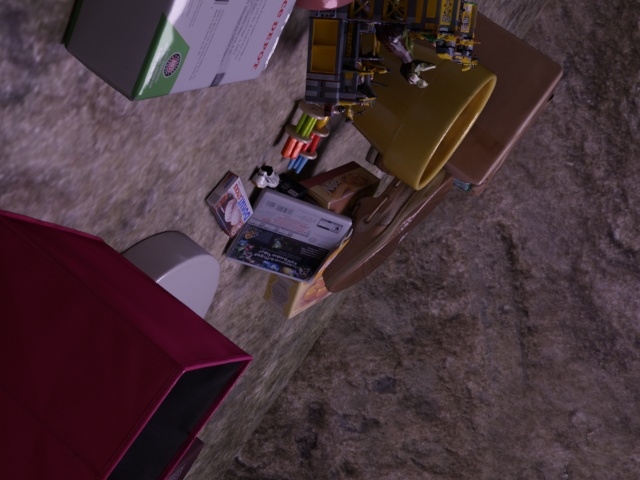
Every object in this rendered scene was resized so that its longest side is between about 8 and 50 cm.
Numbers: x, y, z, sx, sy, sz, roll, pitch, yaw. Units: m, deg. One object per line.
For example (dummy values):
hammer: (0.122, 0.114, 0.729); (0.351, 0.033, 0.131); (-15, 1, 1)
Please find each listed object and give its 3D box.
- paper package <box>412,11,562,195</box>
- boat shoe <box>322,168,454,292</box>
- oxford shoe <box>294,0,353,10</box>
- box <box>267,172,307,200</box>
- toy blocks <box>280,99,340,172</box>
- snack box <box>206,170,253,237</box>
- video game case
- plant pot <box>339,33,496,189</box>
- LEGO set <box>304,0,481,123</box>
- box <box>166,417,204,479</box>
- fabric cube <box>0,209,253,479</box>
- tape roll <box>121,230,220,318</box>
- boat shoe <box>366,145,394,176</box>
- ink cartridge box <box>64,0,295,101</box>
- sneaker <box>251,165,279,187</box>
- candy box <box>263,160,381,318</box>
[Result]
paper package: (0.292, -0.309, 1.539); (0.309, 0.325, 0.168); (-54, 168, 4)
boat shoe: (0.117, -0.036, 1.466); (0.341, 0.110, 0.122); (-44, 164, -7)
oxford shoe: (0.079, -0.410, 0.899); (0.348, 0.123, 0.130); (-47, 162, -35)
box: (-0.074, -0.076, 1.402); (0.052, 0.062, 0.083); (-40, 162, -51)
toy blocks: (-0.032, -0.179, 1.292); (0.148, 0.054, 0.123); (-59, 168, 28)
snack box: (-0.153, -0.058, 1.238); (0.064, 0.022, 0.178); (-53, 168, -12)
video game case: (-0.063, -0.005, 1.396); (0.173, 0.190, 0.022); (-56, -151, 30)
plant pot: (0.155, -0.260, 1.338); (0.254, 0.239, 0.254); (-52, 169, -15)
LEGO set: (0.110, -0.269, 1.081); (0.331, 0.254, 0.192); (-55, 150, -73)
box: (-0.384, 0.468, 1.493); (0.168, 0.167, 0.203); (-59, 168, 22)
fabric cube: (-0.273, 0.156, 0.789); (0.259, 0.258, 0.254); (-54, 170, 0)
tape roll: (-0.309, 0.162, 1.139); (0.392, 0.072, 0.392); (-52, 169, -14)
boat shoe: (0.220, -0.291, 1.850); (0.111, 0.104, 0.307); (-45, 166, -37)
ink cartridge box: (-0.115, -0.234, 0.691); (0.160, 0.092, 0.219); (-59, 168, 27)
sneaker: (-0.091, -0.116, 1.294); (0.037, 0.032, 0.083); (-58, 169, 21)
candy box: (0.000, 0.000, 1.542); (0.183, 0.087, 0.316); (-27, 147, -46)
